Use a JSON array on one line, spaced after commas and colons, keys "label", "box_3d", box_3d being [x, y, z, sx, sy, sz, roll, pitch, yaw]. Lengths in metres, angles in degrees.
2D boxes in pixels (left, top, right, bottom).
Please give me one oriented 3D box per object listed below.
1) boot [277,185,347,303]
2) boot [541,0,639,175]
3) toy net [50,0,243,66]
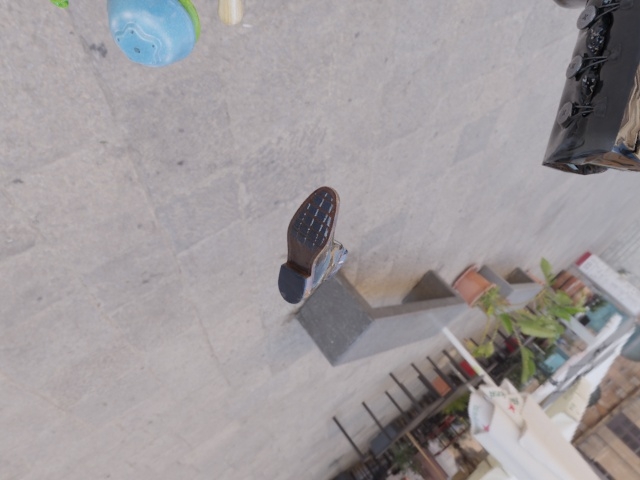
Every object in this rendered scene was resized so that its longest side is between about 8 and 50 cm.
[{"label": "boot", "box_3d": [0.000, 0.000, 0.811, 0.106, 0.082, 0.219, -21, 140, -53]}, {"label": "boot", "box_3d": [0.501, -0.341, 0.879, 0.367, 0.146, 0.446, -42, 139, -86]}, {"label": "toy net", "box_3d": [-0.085, -0.187, 0.288, 0.232, 0.045, 0.122, -15, 139, 39]}]
